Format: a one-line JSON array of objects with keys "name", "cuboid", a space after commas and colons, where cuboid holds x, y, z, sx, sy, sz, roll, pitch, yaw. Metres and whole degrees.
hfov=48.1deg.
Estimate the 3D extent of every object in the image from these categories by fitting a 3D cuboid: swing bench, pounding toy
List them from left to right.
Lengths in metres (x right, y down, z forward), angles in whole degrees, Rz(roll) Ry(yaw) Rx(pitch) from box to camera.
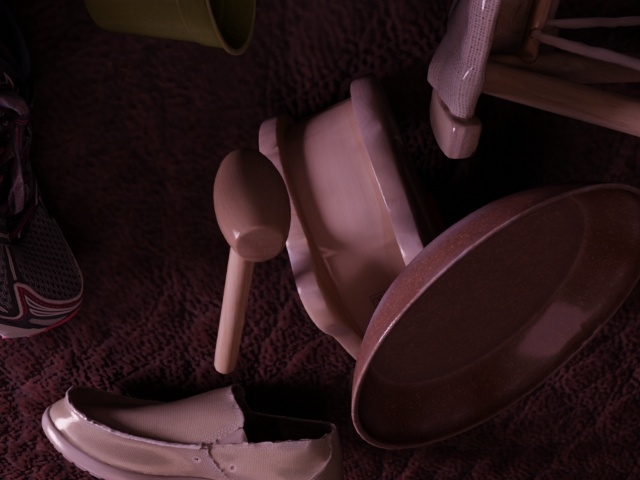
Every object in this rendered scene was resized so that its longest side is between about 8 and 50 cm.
[{"name": "pounding toy", "cuboid": [0.000, 0.000, 0.472, 0.154, 0.154, 0.269, -21, 145, 14]}, {"name": "swing bench", "cuboid": [0.191, -0.171, 0.324, 0.254, 0.165, 0.253, 8, 128, 1]}]

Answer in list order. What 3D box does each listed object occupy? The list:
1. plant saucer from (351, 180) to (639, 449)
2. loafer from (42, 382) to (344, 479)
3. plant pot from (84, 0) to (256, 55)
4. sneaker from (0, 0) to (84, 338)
[{"name": "plant saucer", "cuboid": [0.096, 0.039, 0.398, 0.198, 0.036, 0.199, -22, 141, -19]}, {"name": "loafer", "cuboid": [-0.101, 0.168, 0.626, 0.268, 0.102, 0.092, 17, 92, -6]}, {"name": "plant pot", "cuboid": [-0.085, -0.143, 0.396, 0.079, 0.083, 0.083, 0, 129, 14]}, {"name": "sneaker", "cuboid": [-0.212, -0.061, 0.423, 0.112, 0.121, 0.299, -12, 127, 5]}]
